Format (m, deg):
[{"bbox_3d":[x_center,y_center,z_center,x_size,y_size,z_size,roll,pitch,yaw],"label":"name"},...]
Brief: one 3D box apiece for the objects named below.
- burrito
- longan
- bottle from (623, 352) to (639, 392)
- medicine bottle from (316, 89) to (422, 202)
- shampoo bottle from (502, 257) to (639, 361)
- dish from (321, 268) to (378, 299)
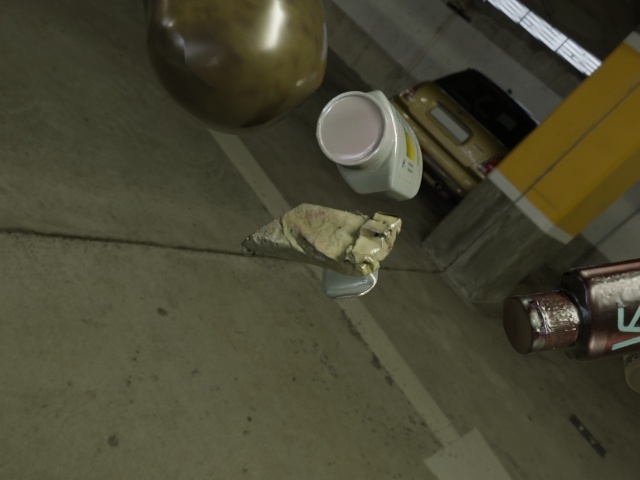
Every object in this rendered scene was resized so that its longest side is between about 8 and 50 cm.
[{"bbox_3d":[0.005,-0.008,1.202,0.175,0.347,0.107,-56,140,-40],"label":"burrito"},{"bbox_3d":[-0.166,-0.396,1.032,0.404,0.336,0.405,21,56,-34],"label":"longan"},{"bbox_3d":[0.640,0.190,1.050,0.110,0.097,0.209,38,42,-10],"label":"bottle"},{"bbox_3d":[0.093,-0.153,0.879,0.296,0.111,0.161,7,75,-68],"label":"medicine bottle"},{"bbox_3d":[0.397,0.082,0.674,0.322,0.129,0.084,-7,20,-9],"label":"shampoo bottle"},{"bbox_3d":[0.069,0.048,1.390,0.064,0.154,0.234,61,25,-44],"label":"dish"}]
